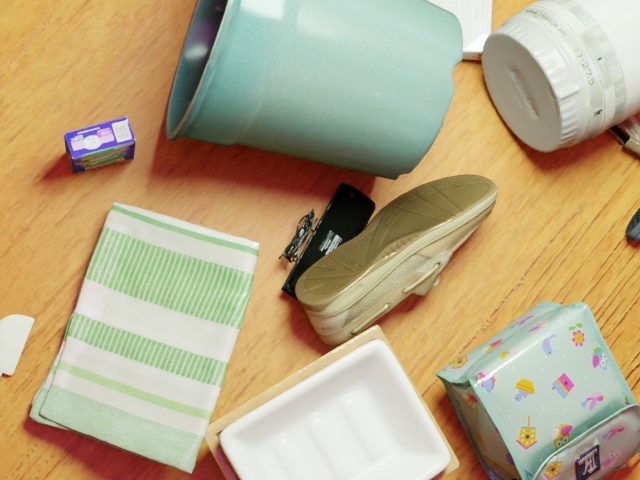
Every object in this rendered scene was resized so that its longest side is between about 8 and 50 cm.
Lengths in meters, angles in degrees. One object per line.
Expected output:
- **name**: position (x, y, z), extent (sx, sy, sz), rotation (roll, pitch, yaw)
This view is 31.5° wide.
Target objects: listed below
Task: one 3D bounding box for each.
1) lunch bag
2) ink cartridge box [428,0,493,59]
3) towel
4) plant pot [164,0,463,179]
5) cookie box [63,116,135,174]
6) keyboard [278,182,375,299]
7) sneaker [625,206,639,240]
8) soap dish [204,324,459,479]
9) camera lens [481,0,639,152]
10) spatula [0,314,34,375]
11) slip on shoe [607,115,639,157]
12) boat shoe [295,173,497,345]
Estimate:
- **lunch bag**: position (0.328, 0.250, 1.621), extent (0.223, 0.160, 0.262), rotation (-31, 98, -18)
- **ink cartridge box**: position (0.179, -0.357, 1.771), extent (0.179, 0.045, 0.145), rotation (3, 79, 8)
- **towel**: position (-0.236, 0.124, 1.551), extent (0.248, 0.038, 0.324), rotation (15, 77, 14)
- **plant pot**: position (-0.004, -0.252, 1.575), extent (0.334, 0.341, 0.341), rotation (16, 77, -16)
- **cookie box**: position (-0.309, -0.131, 1.589), extent (0.092, 0.107, 0.040), rotation (-17, 85, -13)
- **keyboard**: position (0.000, 0.000, 1.671), extent (0.100, 0.038, 0.192), rotation (37, 73, -27)
- **sneaker**: position (0.565, -0.060, 1.767), extent (0.209, 0.069, 0.082), rotation (-43, 94, -15)
- **soap dish**: position (0.011, 0.288, 1.569), extent (0.291, 0.118, 0.229), rotation (-29, 86, -14)
- **camera lens**: position (0.410, -0.279, 1.699), extent (0.274, 0.219, 0.219), rotation (-29, 86, -14)
- **spatula**: position (-0.514, 0.189, 1.539), extent (0.168, 0.019, 0.242), rotation (23, 77, -12)
- **slip on shoe**: position (0.492, -0.156, 1.778), extent (0.041, 0.051, 0.135), rotation (-34, 85, -20)
- **boat shoe**: position (0.120, 0.023, 1.653), extent (0.341, 0.122, 0.110), rotation (-33, 124, -12)
